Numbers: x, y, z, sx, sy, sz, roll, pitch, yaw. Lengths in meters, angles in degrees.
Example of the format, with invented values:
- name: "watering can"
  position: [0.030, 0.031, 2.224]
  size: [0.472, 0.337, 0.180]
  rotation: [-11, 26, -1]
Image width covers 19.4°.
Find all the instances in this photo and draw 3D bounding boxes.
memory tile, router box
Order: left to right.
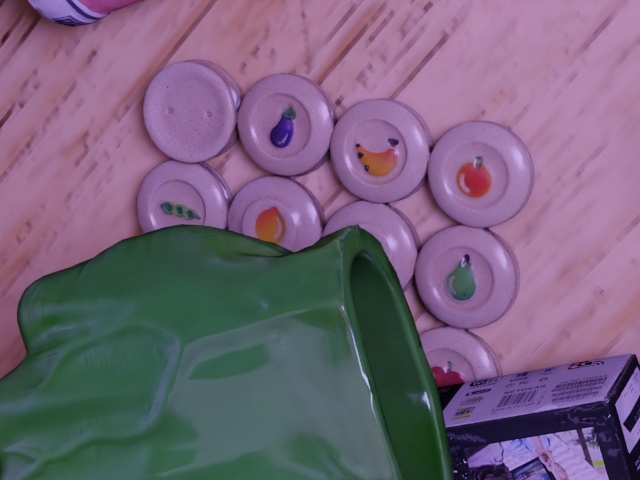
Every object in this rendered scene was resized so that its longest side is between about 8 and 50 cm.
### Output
- name: "memory tile"
  position: [0.000, 0.000, 0.664]
  size: [0.148, 0.012, 0.113]
  rotation: [14, 105, 21]
- name: "router box"
  position: [0.037, 0.120, 0.647]
  size: [0.179, 0.046, 0.133]
  rotation: [-12, 103, 25]

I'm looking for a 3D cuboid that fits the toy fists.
- name: "toy fists"
  position: [-0.014, 0.130, 0.594]
  size: [0.142, 0.096, 0.279]
  rotation: [-16, 100, 16]

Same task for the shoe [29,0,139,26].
- name: "shoe"
  position: [-0.084, -0.168, 0.642]
  size: [0.081, 0.063, 0.178]
  rotation: [-16, 99, 24]
